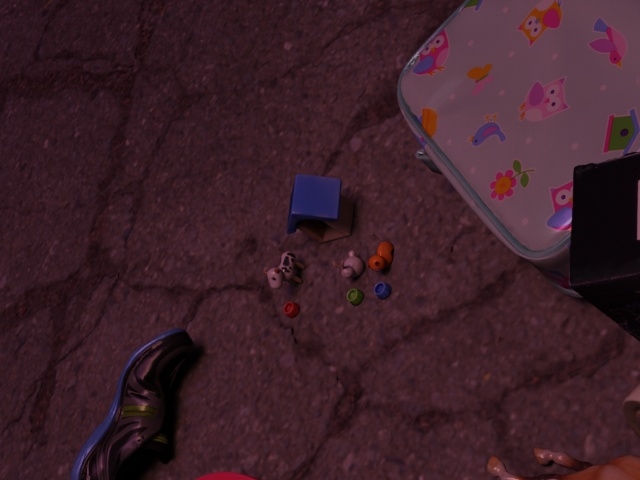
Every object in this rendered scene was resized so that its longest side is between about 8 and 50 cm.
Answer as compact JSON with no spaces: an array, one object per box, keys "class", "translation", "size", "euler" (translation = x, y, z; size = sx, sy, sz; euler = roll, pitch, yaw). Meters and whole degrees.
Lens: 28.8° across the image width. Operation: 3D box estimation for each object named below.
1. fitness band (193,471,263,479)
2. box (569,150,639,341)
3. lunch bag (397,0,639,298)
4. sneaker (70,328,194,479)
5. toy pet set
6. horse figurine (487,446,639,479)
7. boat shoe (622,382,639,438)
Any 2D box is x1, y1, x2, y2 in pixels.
[{"class":"fitness band","translation":[-0.101,0.338,1.042],"size":[0.209,0.054,0.290],"euler":[20,82,45]},{"class":"box","translation":[0.269,0.008,0.810],"size":[0.156,0.158,0.093],"euler":[-13,57,38]},{"class":"lunch bag","translation":[0.191,-0.102,0.988],"size":[0.224,0.108,0.279],"euler":[-47,42,15]},{"class":"sneaker","translation":[-0.168,0.174,1.202],"size":[0.078,0.067,0.188],"euler":[22,80,26]},{"class":"toy pet set","translation":[0.000,0.000,1.137],"size":[0.122,0.065,0.114],"euler":[-15,56,36]},{"class":"horse figurine","translation":[0.164,0.192,0.807],"size":[0.174,0.066,0.263],"euler":[1,27,42]},{"class":"boat shoe","translation":[0.340,0.142,0.687],"size":[0.340,0.127,0.113],"euler":[29,70,40]}]
